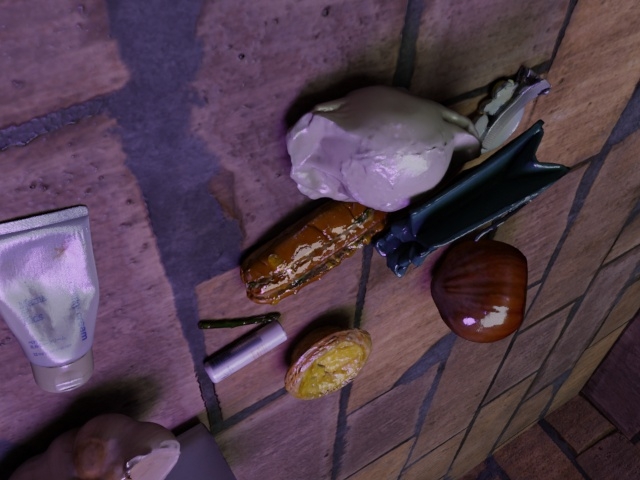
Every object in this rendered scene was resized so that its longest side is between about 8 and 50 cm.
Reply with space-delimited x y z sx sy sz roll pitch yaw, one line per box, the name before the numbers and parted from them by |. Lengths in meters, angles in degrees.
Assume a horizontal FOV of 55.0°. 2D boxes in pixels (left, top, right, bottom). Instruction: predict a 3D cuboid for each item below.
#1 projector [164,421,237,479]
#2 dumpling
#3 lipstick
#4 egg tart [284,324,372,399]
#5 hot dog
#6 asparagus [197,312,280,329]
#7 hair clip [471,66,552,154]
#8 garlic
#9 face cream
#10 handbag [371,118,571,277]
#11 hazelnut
projector | -0.248 0.508 1.067 0.249 0.248 0.249 -26 144 -22
dumpling | 0.079 -0.103 0.791 0.258 0.147 0.193 -3 146 -11
lipstick | -0.123 0.183 1.011 0.141 0.040 0.040 -30 145 -15
egg tart | 0.008 0.219 1.152 0.191 0.074 0.191 -25 143 -21
hot dog | 0.000 0.000 0.902 0.269 0.072 0.115 -35 138 -9
asparagus | -0.123 0.130 0.972 0.162 0.016 0.016 0 110 -44
hair clip | 0.292 -0.196 0.988 0.116 0.049 0.172 14 122 -46
garlic | -0.345 0.366 0.888 0.281 0.184 0.203 -57 158 -14
face cream | -0.305 0.070 0.691 0.114 0.070 0.224 -17 131 -31
handbag | 0.200 -0.045 0.898 0.238 0.089 0.326 -33 178 -6
hazelnut | 0.323 0.100 1.256 0.210 0.210 0.186 -48 169 10
